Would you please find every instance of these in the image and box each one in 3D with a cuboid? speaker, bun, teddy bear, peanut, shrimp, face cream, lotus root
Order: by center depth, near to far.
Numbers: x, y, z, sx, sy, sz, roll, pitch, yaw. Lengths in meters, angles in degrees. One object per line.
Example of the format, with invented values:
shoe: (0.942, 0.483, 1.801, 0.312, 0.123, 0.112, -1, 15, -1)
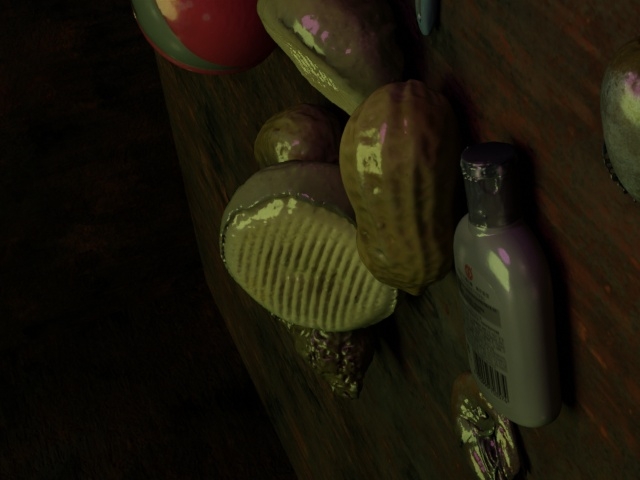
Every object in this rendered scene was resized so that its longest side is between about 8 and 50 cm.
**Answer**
lotus root: (0.227, -0.069, 0.675, 0.088, 0.088, 0.165, 54, 168, 52)
face cream: (0.182, 0.042, 1.020, 0.144, 0.071, 0.291, -135, 28, -60)
peanut: (0.095, -0.047, 1.143, 0.147, 0.147, 0.305, -122, 14, -45)
bun: (0.027, -0.243, 1.181, 0.222, 0.127, 0.222, 43, 177, 3)
shrimp: (0.218, 0.263, 1.249, 0.126, 0.047, 0.223, 115, 138, -57)
bun: (0.000, 0.000, 1.419, 0.287, 0.287, 0.146, 84, -158, -43)
peanut: (-0.029, -0.138, 1.521, 0.224, 0.129, 0.129, -152, 45, -75)
speaker: (-0.170, -0.411, 1.620, 0.294, 0.294, 0.294, 161, 90, -77)
teddy bear: (0.016, 0.128, 1.644, 0.256, 0.156, 0.267, -136, 32, -60)

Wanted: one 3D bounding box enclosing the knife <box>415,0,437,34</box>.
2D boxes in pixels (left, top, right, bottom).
knife: (0.101, -0.336, 0.965, 0.044, 0.019, 0.313, -118, 18, -44)
